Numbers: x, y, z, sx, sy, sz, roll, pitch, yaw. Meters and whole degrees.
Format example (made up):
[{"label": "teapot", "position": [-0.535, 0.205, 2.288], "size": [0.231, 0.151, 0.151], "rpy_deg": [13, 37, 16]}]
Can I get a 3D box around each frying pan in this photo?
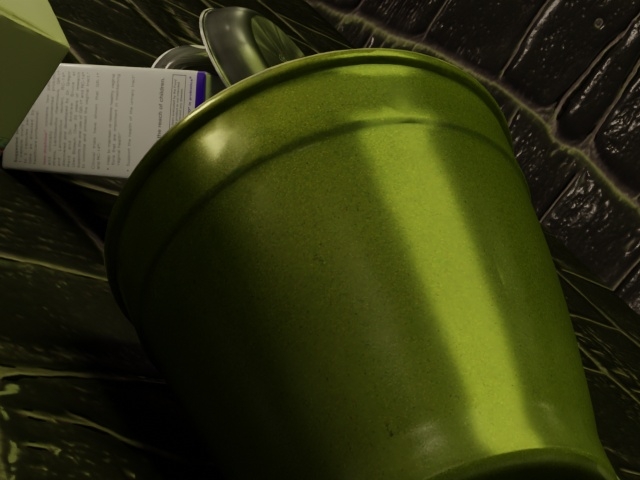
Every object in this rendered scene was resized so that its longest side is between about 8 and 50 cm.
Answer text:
[{"label": "frying pan", "position": [-0.057, -0.138, 1.364], "size": [0.197, 0.053, 0.326], "rpy_deg": [52, 18, -7]}]

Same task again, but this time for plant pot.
[{"label": "plant pot", "position": [0.049, 0.104, 1.121], "size": [0.366, 0.366, 0.353], "rpy_deg": [23, 32, -42]}]

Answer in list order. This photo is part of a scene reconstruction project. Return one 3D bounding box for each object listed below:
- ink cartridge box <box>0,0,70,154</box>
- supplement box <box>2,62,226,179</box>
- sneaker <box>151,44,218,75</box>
[{"label": "ink cartridge box", "position": [-0.331, -0.124, 1.084], "size": [0.168, 0.233, 0.171], "rpy_deg": [25, 19, -35]}, {"label": "supplement box", "position": [-0.191, -0.115, 1.427], "size": [0.220, 0.114, 0.111], "rpy_deg": [4, 5, 20]}, {"label": "sneaker", "position": [-0.117, -0.155, 1.884], "size": [0.257, 0.169, 0.447], "rpy_deg": [37, 4, 39]}]
